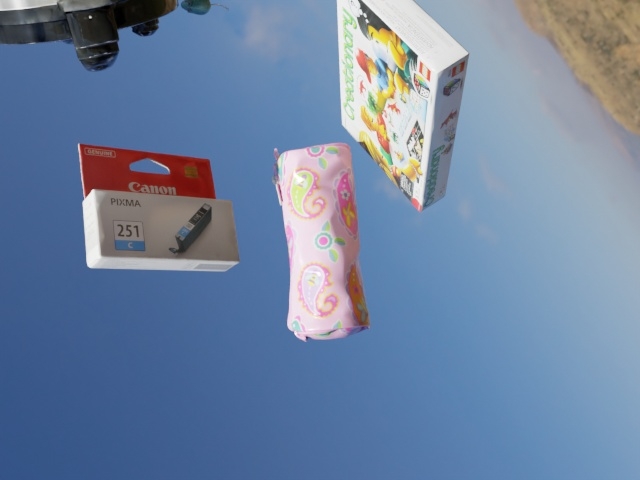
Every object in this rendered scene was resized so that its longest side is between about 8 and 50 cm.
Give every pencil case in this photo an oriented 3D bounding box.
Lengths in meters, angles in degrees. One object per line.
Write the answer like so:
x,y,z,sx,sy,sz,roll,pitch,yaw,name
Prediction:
0.000,0.000,1.163,0.124,0.124,0.284,12,-111,-62,pencil case

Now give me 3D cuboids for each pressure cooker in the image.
-0.436,-0.505,1.400,0.370,0.375,0.420,-50,-42,-53,pressure cooker

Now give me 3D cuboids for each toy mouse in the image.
-0.245,-0.524,1.691,0.143,0.161,0.031,39,-167,-29,toy mouse

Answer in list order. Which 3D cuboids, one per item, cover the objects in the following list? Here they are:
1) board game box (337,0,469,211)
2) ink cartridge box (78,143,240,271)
0.099,-0.190,1.053,0.193,0.053,0.305,51,165,25,board game box
-0.317,-0.072,1.596,0.296,0.066,0.261,3,-113,-36,ink cartridge box
